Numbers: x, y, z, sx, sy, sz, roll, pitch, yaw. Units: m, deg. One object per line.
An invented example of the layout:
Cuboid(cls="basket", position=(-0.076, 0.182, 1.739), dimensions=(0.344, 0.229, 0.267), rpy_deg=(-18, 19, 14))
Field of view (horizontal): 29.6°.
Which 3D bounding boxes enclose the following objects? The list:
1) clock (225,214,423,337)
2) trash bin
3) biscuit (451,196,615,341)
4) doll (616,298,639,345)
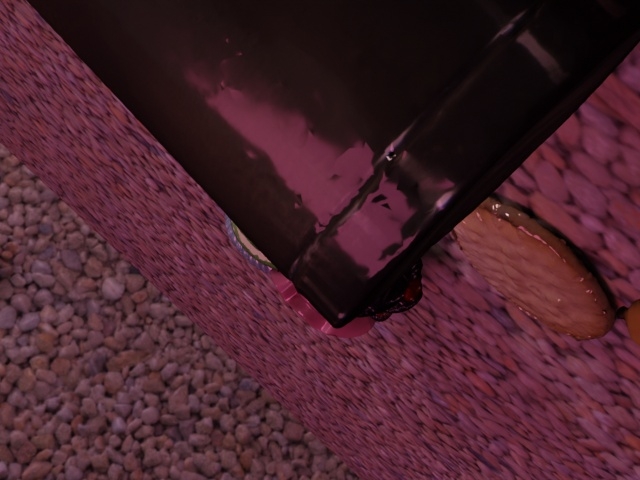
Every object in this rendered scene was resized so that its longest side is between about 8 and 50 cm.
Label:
Cuboid(cls="clock", position=(0.000, 0.000, 1.079), dimensions=(0.194, 0.100, 0.195), rpy_deg=(44, 164, -2))
Cuboid(cls="trash bin", position=(-0.024, -0.137, 0.534), dimensions=(0.301, 0.252, 0.203), rpy_deg=(45, 131, 6))
Cuboid(cls="biscuit", position=(0.153, 0.021, 0.898), dimensions=(0.152, 0.020, 0.152), rpy_deg=(39, 165, 12))
Cuboid(cls="doll", position=(0.257, 0.045, 0.582), dimensions=(0.117, 0.086, 0.291), rpy_deg=(5, 177, -23))
